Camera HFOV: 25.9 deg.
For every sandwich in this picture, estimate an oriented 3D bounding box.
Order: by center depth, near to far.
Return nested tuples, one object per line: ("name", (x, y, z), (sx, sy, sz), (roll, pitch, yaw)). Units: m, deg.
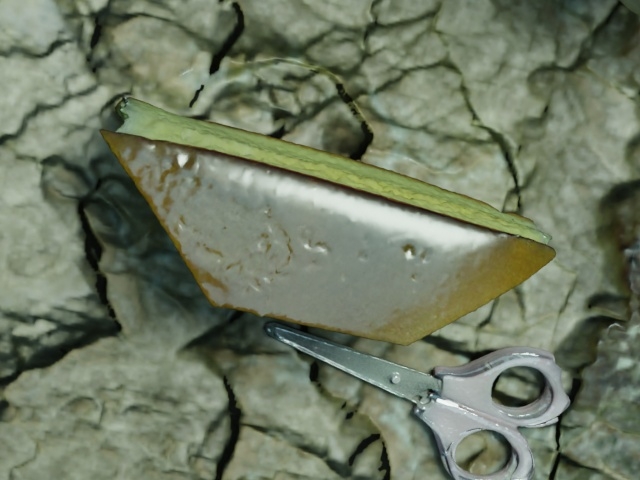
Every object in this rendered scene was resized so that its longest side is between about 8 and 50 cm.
("sandwich", (0.000, 0.000, 0.762), (0.258, 0.094, 0.096), (14, 98, -8))

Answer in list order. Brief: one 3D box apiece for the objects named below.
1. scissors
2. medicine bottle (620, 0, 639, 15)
("scissors", (0.054, 0.085, 0.829), (0.189, 0.015, 0.100), (22, 103, -10))
("medicine bottle", (0.267, -0.281, 0.656), (0.371, 0.211, 0.211), (-33, 105, 3))
